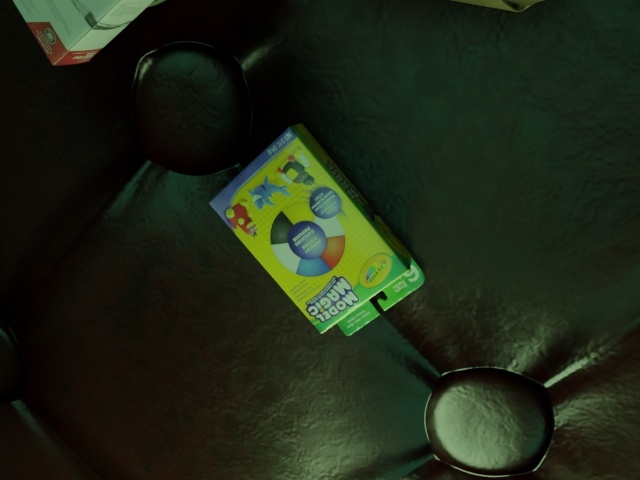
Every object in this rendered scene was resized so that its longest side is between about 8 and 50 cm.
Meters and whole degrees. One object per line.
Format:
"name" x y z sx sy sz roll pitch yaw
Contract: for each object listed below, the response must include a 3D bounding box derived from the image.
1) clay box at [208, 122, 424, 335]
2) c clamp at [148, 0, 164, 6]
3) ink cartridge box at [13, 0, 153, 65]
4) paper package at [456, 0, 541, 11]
"clay box" 0.000 0.000 0.583 0.127 0.053 0.222 -39 93 21
"c clamp" -0.169 -0.320 0.544 0.137 0.022 0.161 13 109 10
"ink cartridge box" -0.245 -0.260 0.550 0.135 0.056 0.099 -24 100 29
"paper package" 0.080 -0.358 0.374 0.309 0.168 0.325 8 108 -2
